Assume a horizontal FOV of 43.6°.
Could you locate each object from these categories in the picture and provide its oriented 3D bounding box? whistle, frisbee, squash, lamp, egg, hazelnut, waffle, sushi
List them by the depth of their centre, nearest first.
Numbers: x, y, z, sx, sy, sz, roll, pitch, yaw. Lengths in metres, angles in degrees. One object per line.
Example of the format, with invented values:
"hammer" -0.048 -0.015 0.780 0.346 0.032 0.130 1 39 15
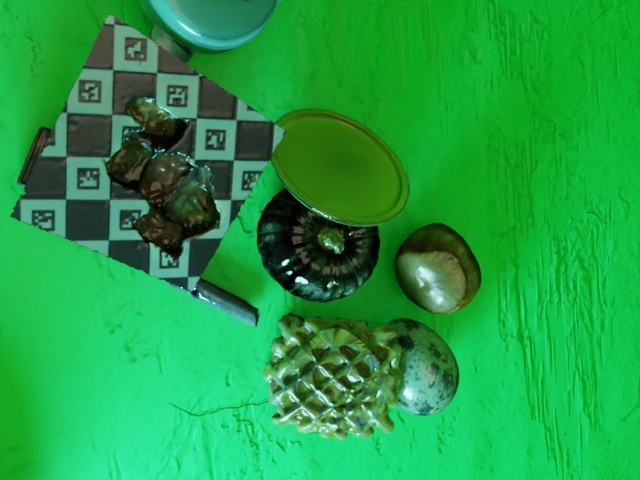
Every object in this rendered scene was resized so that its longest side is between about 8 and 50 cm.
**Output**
"sushi" -0.239 -0.110 1.116 0.292 0.059 0.294 29 94 -28
"lamp" -0.136 -0.380 1.120 0.284 0.147 0.209 -28 109 -10
"frisbee" 0.028 -0.113 1.220 0.236 0.017 0.236 15 47 -17
"squash" -0.002 0.000 1.227 0.193 0.156 0.193 2 65 -5
"whistle" -0.168 0.084 1.228 0.176 0.033 0.033 29 84 -23
"waffle" 0.018 0.223 1.273 0.223 0.054 0.204 5 104 5
"egg" 0.158 0.209 1.334 0.132 0.132 0.172 -30 96 -18
"hazelnut" 0.204 0.044 1.334 0.150 0.150 0.150 -3 98 -24

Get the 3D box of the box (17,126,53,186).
"box" -0.373 -0.108 1.096 0.060 0.063 0.085 21 89 -23
